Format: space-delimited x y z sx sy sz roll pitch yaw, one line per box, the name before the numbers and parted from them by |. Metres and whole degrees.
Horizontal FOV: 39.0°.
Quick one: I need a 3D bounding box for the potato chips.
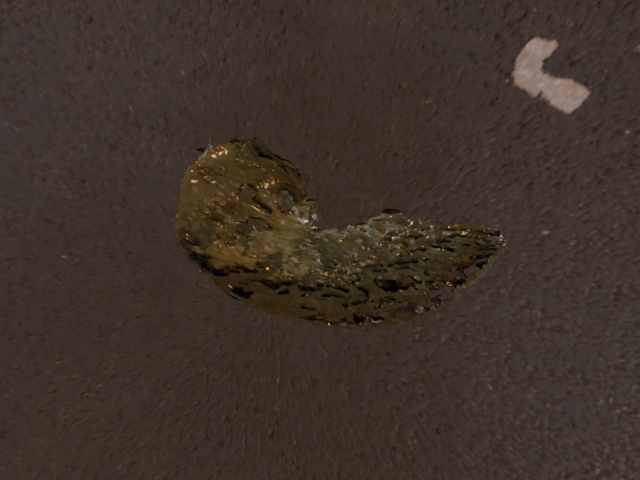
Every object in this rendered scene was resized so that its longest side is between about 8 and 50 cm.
potato chips | 0.000 0.004 0.602 0.220 0.202 0.029 34 50 -35
